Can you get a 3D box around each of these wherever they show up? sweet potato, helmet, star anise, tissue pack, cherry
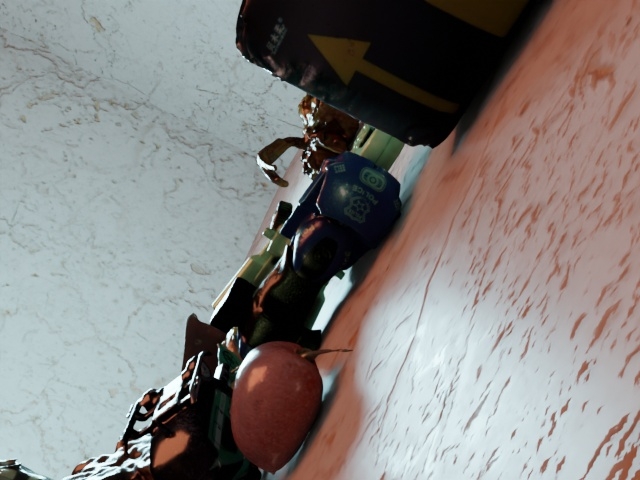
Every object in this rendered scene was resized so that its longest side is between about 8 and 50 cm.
[{"bbox_3d":[-0.142,0.194,1.620,0.068,0.068,0.226,-60,11,26],"label":"sweet potato"},{"bbox_3d":[-0.197,0.219,1.707,0.155,0.106,0.175,-81,-7,-70],"label":"helmet"},{"bbox_3d":[-0.220,0.302,1.134,0.315,0.315,0.108,-179,72,-83],"label":"star anise"},{"bbox_3d":[-0.011,-0.200,1.815,0.346,0.148,0.237,-56,-3,-43],"label":"star anise"},{"bbox_3d":[0.113,-0.329,0.849,0.416,0.253,0.264,-61,6,33],"label":"tissue pack"},{"bbox_3d":[-0.042,0.148,0.883,0.126,0.087,0.106,-63,1,-23],"label":"cherry"}]

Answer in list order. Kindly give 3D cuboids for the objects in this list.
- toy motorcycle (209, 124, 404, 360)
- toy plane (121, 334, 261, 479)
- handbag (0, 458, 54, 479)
[{"bbox_3d":[0.000,0.000,1.040,0.331,0.125,0.196,-56,8,23],"label":"toy motorcycle"},{"bbox_3d":[-0.117,0.199,1.025,0.106,0.155,0.382,-37,14,9],"label":"toy plane"},{"bbox_3d":[-0.438,0.535,1.444,0.325,0.327,0.162,-66,11,-9],"label":"handbag"}]
